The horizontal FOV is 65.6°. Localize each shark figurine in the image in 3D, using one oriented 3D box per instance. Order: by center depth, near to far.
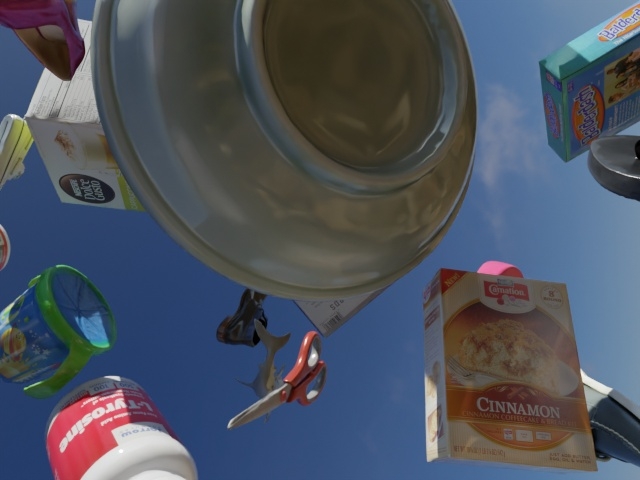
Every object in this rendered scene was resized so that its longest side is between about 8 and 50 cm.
[{"bbox_3d":[-0.155,0.335,1.237,0.278,0.116,0.166,95,-167,-47],"label":"shark figurine"}]

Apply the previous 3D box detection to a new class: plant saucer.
[{"bbox_3d":[0.019,-0.146,0.439,0.400,0.100,0.401,2,-95,-29],"label":"plant saucer"}]

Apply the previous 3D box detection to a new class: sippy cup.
[{"bbox_3d":[-0.646,0.212,1.166,0.224,0.305,0.240,-32,-79,0],"label":"sippy cup"}]

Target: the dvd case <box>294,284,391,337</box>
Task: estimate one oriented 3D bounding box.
[{"bbox_3d":[0.000,0.000,0.741,0.179,0.029,0.239,-39,-83,2],"label":"dvd case"}]

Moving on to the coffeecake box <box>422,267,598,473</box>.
[{"bbox_3d":[0.184,0.132,0.511,0.068,0.142,0.186,105,171,-62],"label":"coffeecake box"}]

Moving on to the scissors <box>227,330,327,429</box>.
[{"bbox_3d":[-0.047,0.225,0.707,0.297,0.021,0.109,-35,-56,-67],"label":"scissors"}]

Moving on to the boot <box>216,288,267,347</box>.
[{"bbox_3d":[-0.161,0.187,1.273,0.219,0.106,0.082,-55,-39,-35],"label":"boot"}]

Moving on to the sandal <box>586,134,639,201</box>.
[{"bbox_3d":[0.288,-0.045,0.331,0.097,0.254,0.055,-10,-67,-8],"label":"sandal"}]

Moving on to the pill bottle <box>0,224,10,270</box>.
[{"bbox_3d":[-0.884,0.036,1.135,0.283,0.161,0.162,-44,-49,-75],"label":"pill bottle"}]

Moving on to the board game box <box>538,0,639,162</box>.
[{"bbox_3d":[0.382,-0.209,0.611,0.160,0.210,0.047,49,-166,-51],"label":"board game box"}]

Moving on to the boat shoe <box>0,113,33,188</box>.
[{"bbox_3d":[-0.729,-0.177,1.159,0.075,0.083,0.227,27,-93,-57],"label":"boat shoe"}]

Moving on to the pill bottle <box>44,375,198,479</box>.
[{"bbox_3d":[-0.381,0.448,0.963,0.228,0.407,0.229,-10,-72,-35],"label":"pill bottle"}]

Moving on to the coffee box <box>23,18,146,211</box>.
[{"bbox_3d":[-0.501,-0.303,1.290,0.334,0.338,0.339,7,-120,-10],"label":"coffee box"}]

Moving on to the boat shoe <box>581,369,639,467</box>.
[{"bbox_3d":[0.350,0.241,0.628,0.099,0.319,0.116,-44,-83,2],"label":"boat shoe"}]

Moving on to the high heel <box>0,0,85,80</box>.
[{"bbox_3d":[-0.368,-0.260,0.645,0.082,0.244,0.117,3,-69,-14],"label":"high heel"}]

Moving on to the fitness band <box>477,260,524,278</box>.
[{"bbox_3d":[0.268,0.175,0.790,0.209,0.054,0.291,-25,-63,-40],"label":"fitness band"}]
